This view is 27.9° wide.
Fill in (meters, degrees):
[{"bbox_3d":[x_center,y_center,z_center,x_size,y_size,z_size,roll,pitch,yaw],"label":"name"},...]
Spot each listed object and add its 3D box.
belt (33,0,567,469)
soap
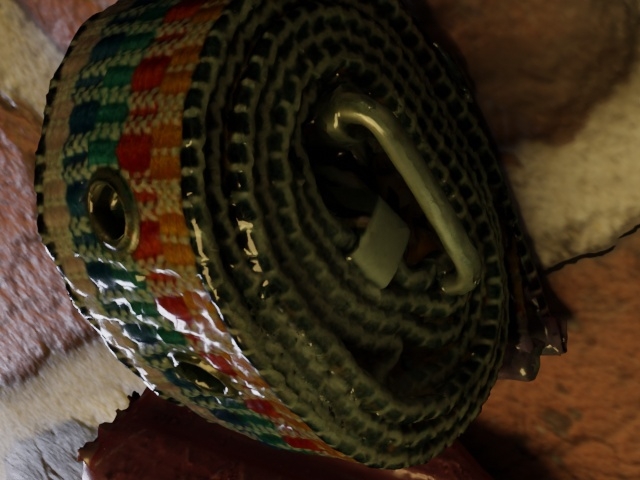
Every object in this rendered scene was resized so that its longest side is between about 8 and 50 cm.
[{"bbox_3d":[0.000,0.000,0.660,0.160,0.207,0.295,-3,127,43],"label":"belt"},{"bbox_3d":[-0.004,0.203,0.862,0.325,0.220,0.127,18,146,25],"label":"soap"}]
